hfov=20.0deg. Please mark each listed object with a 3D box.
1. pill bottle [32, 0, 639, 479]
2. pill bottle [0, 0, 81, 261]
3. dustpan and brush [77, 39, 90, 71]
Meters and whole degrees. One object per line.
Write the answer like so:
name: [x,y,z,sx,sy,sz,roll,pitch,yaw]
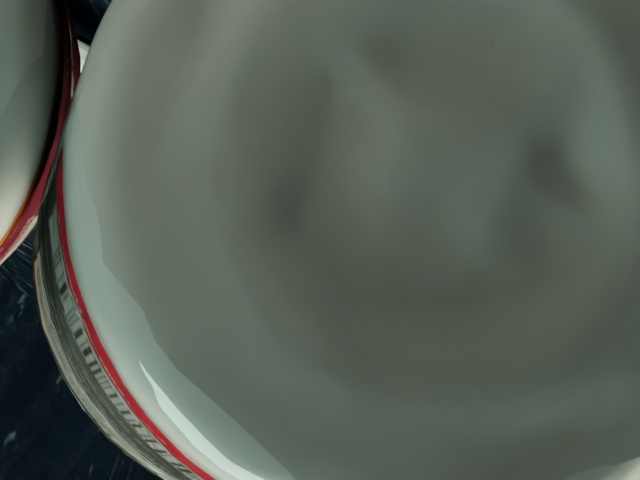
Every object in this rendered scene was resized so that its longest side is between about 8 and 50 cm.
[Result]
pill bottle: [0.000,0.000,0.571,0.176,0.176,0.318,36,169,-6]
pill bottle: [-0.210,-0.067,0.737,0.224,0.224,0.392,36,178,-7]
dustpan and brush: [-0.089,-0.026,1.032,0.147,0.060,0.211,30,168,24]
